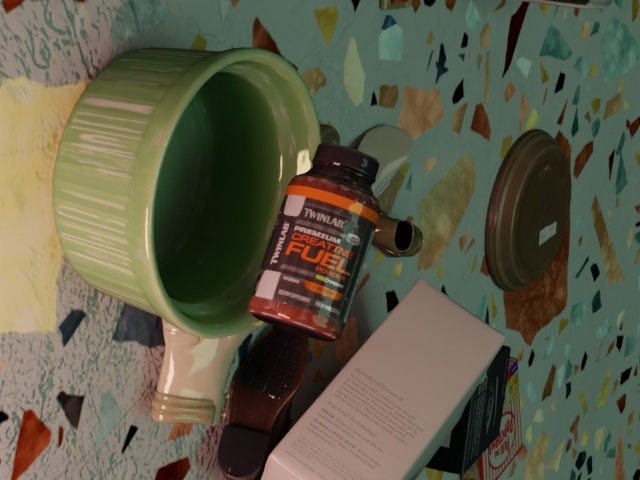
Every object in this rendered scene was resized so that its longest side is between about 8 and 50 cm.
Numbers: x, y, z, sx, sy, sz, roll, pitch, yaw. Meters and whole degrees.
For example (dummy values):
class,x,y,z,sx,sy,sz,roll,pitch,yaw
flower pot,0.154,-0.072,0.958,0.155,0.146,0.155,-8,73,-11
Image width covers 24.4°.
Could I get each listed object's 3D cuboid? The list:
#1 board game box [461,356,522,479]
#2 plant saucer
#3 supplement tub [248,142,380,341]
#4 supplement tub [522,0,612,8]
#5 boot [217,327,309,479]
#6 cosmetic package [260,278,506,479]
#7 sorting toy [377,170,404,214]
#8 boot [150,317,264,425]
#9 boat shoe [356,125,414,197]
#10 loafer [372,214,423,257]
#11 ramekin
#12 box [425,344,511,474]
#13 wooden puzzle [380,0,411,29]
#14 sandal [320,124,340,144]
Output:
class,x,y,z,sx,sy,sz,roll,pitch,yaw
board game box,0.285,0.310,2.492,0.147,0.045,0.193,-42,135,-44
plant saucer,0.356,-0.047,2.480,0.278,0.041,0.278,-30,126,-52
supplement tub,0.000,0.000,1.561,0.106,0.106,0.198,30,75,-58
supplement tub,0.349,-0.501,2.146,0.193,0.193,0.316,-9,110,-57
boot,-0.072,0.214,1.871,0.106,0.082,0.219,89,23,-63
cosmetic package,0.071,0.256,1.951,0.385,0.156,0.217,-48,167,-43
sorting toy,0.088,-0.075,2.056,0.083,0.012,0.062,36,76,-61
boot,-0.115,0.130,1.742,0.213,0.077,0.165,-2,103,-53
boat shoe,0.068,-0.089,1.978,0.184,0.066,0.063,-58,175,-48
loafer,0.111,-0.003,2.085,0.148,0.050,0.056,14,89,-59
ramekin,-0.141,-0.060,1.556,0.303,0.148,0.303,-28,124,-51
box,0.204,0.245,2.243,0.207,0.108,0.153,-23,121,-66
wooden puzzle,0.105,-0.344,1.981,0.078,0.014,0.116,-27,124,-52
sandal,0.000,-0.058,1.883,0.072,0.049,0.180,18,86,-59
